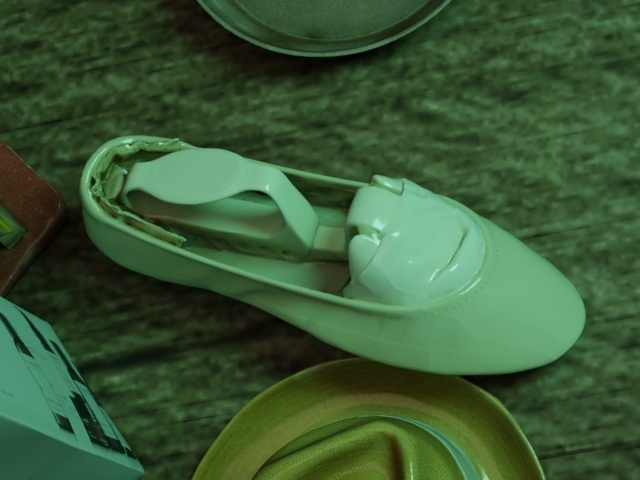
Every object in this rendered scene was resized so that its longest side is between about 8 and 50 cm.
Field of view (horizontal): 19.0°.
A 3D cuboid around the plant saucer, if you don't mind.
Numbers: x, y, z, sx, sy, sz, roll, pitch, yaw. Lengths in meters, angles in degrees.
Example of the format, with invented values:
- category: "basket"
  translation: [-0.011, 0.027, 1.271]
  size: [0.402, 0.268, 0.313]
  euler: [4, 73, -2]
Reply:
- category: "plant saucer"
  translation: [0.008, -0.167, 0.962]
  size: [0.168, 0.029, 0.168]
  euler: [-3, 74, 11]

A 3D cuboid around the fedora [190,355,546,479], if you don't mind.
- category: "fedora"
  translation: [0.011, 0.139, 0.854]
  size: [0.194, 0.079, 0.194]
  euler: [-3, 74, 11]

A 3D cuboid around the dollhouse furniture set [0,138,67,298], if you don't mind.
- category: "dollhouse furniture set"
  translation: [-0.316, -0.092, 0.923]
  size: [0.374, 0.201, 0.152]
  euler: [41, 87, 18]

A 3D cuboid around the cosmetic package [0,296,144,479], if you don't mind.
- category: "cosmetic package"
  translation: [-0.157, 0.063, 0.827]
  size: [0.060, 0.239, 0.099]
  euler: [-38, 71, 2]

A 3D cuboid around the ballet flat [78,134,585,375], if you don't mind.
- category: "ballet flat"
  translation: [0.000, 0.000, 0.886]
  size: [0.248, 0.086, 0.086]
  euler: [12, 79, 15]
